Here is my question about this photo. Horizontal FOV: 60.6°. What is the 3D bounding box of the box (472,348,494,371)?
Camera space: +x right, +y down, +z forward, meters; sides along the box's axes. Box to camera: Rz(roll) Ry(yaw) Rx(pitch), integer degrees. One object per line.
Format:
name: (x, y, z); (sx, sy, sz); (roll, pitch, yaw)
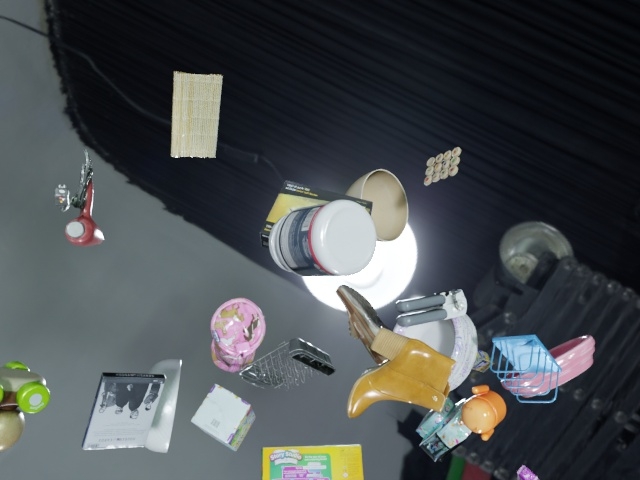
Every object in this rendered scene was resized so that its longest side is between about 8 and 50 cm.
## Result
box: (0.585, 0.443, 2.021); (0.059, 0.054, 0.169); (-43, 147, 13)

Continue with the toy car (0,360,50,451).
toy car: (-0.590, 0.323, 0.974); (0.155, 0.149, 0.188); (10, -98, 47)

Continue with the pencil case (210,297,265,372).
pencil case: (-0.263, 0.305, 1.700); (0.167, 0.160, 0.386); (-49, 175, -23)

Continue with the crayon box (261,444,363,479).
crayon box: (-0.022, 0.650, 1.481); (0.081, 0.278, 0.165); (98, -9, -54)

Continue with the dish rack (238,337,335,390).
dish rack: (-0.114, 0.412, 1.740); (0.271, 0.208, 0.074); (-32, -133, 20)

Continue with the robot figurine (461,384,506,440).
robot figurine: (0.584, 0.612, 1.964); (0.219, 0.128, 0.158); (-3, 119, -54)

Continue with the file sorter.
file sorter: (0.539, 0.341, 1.443); (0.118, 0.170, 0.104); (-15, -141, 42)

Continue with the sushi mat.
sushi mat: (-0.407, -0.400, 1.786); (0.317, 0.151, 0.019); (106, -30, -41)

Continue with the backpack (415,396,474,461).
backpack: (0.546, 0.781, 2.313); (0.225, 0.191, 0.253); (-24, 161, -52)

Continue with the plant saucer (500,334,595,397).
plant saucer: (0.766, 0.427, 1.821); (0.332, 0.084, 0.332); (-26, 165, -8)

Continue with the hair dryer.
hair dryer: (-0.658, -0.088, 1.559); (0.224, 0.080, 0.294); (-80, -179, -47)

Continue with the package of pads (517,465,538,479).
package of pads: (0.544, 0.628, 1.438); (0.032, 0.050, 0.083); (-41, 142, -14)

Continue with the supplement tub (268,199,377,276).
supplement tub: (0.000, 0.000, 1.441); (0.272, 0.191, 0.191); (-6, -129, 57)

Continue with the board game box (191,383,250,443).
board game box: (-0.326, 0.615, 1.890); (0.142, 0.144, 0.275); (-58, 169, -24)

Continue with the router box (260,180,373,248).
router box: (-0.009, -0.052, 1.767); (0.081, 0.308, 0.243); (92, 15, -52)

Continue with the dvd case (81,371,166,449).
dvd case: (-0.563, 0.490, 1.571); (0.029, 0.179, 0.239); (38, -69, 53)

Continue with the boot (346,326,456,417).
boot: (0.195, 0.369, 1.336); (0.104, 0.211, 0.295); (-31, 144, -58)

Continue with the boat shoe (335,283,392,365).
boat shoe: (0.145, 0.293, 1.901); (0.116, 0.324, 0.123); (-46, 154, 16)

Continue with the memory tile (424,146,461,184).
memory tile: (0.409, -0.251, 1.845); (0.148, 0.012, 0.113); (-19, -132, 52)

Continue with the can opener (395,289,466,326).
can opener: (0.296, 0.181, 1.462); (0.093, 0.280, 0.074); (-11, -95, 46)

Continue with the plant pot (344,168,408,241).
plant pot: (0.190, -0.125, 2.192); (0.191, 0.284, 0.284); (-10, -138, 46)

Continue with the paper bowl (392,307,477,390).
paper bowl: (0.362, 0.337, 1.711); (0.284, 0.148, 0.284); (-31, -134, 38)

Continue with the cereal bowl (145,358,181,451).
cereal bowl: (-0.620, 0.615, 2.065); (0.339, 0.141, 0.339); (-171, -90, -77)
